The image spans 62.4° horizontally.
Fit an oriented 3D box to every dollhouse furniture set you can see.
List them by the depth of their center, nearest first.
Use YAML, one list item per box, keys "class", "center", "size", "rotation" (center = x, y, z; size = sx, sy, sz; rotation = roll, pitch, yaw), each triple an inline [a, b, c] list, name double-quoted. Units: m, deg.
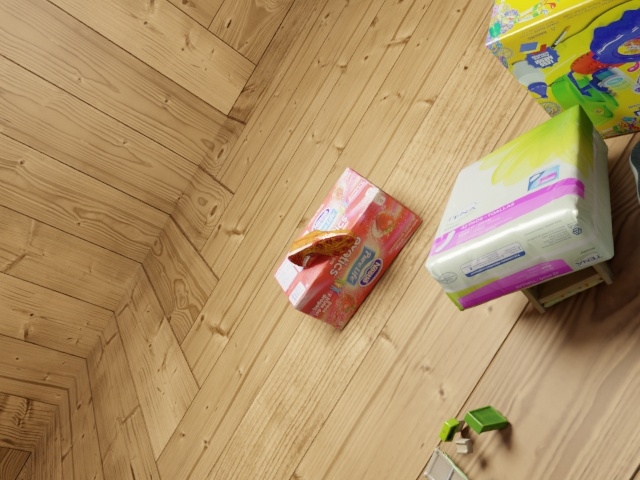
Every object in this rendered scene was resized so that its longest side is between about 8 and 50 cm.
- class: "dollhouse furniture set"
  center: [0.220, 0.322, 0.801]
  size: [0.076, 0.059, 0.151]
  rotation: [39, 118, 49]
- class: "dollhouse furniture set"
  center: [0.338, 0.030, 0.831]
  size: [0.182, 0.101, 0.161]
  rotation: [-35, 17, 35]

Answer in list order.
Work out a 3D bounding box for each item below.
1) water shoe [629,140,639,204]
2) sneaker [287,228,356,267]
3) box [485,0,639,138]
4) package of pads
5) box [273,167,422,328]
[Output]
- class: "water shoe"
  center: [0.472, -0.079, 0.724]
  size: [0.073, 0.080, 0.203]
  rotation: [-16, 29, 43]
- class: "sneaker"
  center: [0.000, 0.000, 1.039]
  size: [0.175, 0.064, 0.067]
  rotation: [-15, 45, 42]
- class: "box"
  center: [0.444, -0.306, 0.734]
  size: [0.290, 0.279, 0.177]
  rotation: [-8, 60, 52]
- class: "package of pads"
  center: [0.288, -0.047, 0.771]
  size: [0.229, 0.101, 0.296]
  rotation: [-30, 19, 41]
- class: "box"
  center: [0.051, 0.017, 1.143]
  size: [0.300, 0.142, 0.154]
  rotation: [-55, 34, 8]
